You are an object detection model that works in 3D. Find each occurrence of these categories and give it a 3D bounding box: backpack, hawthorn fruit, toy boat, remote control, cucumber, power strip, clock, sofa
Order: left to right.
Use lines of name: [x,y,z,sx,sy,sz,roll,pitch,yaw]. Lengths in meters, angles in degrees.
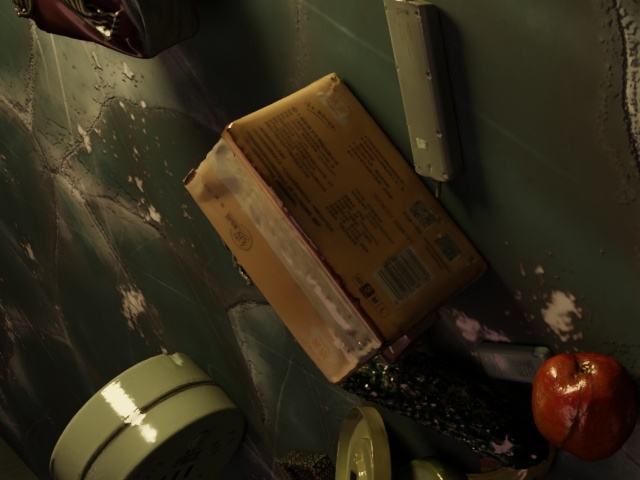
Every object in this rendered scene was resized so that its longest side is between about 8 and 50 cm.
backpack: [-0.301,-0.403,1.478,0.283,0.197,0.317,19,134,38]
power strip: [-0.312,0.384,2.104,0.161,0.357,0.357,43,148,23]
sofa: [-0.021,0.399,2.006,0.118,0.039,0.060,-9,112,58]
clock: [0.058,0.364,1.732,0.235,0.029,0.235,-175,90,-77]
power strip: [0.116,-0.159,1.286,0.060,0.027,0.253,21,135,44]
cucumber: [0.153,0.203,1.498,0.359,0.096,0.096,20,134,50]
toy boat: [0.248,0.288,1.497,0.172,0.065,0.066,-41,60,55]
remote control: [0.240,0.150,1.415,0.124,0.018,0.053,-4,117,56]
hawthorn fruit: [0.289,0.179,1.283,0.128,0.128,0.128,35,144,31]

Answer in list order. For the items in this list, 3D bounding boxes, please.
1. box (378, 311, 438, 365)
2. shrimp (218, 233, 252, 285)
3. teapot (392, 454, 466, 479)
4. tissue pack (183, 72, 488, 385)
box: [0.090,0.090,1.509,0.122,0.089,0.062,51,140,8]
shrimp: [-0.099,0.036,1.756,0.065,0.056,0.165,-35,79,45]
teapot: [0.208,0.473,1.641,0.239,0.322,0.239,16,129,-9]
tissue pack: [0.000,0.000,1.393,0.306,0.238,0.238,53,150,5]
